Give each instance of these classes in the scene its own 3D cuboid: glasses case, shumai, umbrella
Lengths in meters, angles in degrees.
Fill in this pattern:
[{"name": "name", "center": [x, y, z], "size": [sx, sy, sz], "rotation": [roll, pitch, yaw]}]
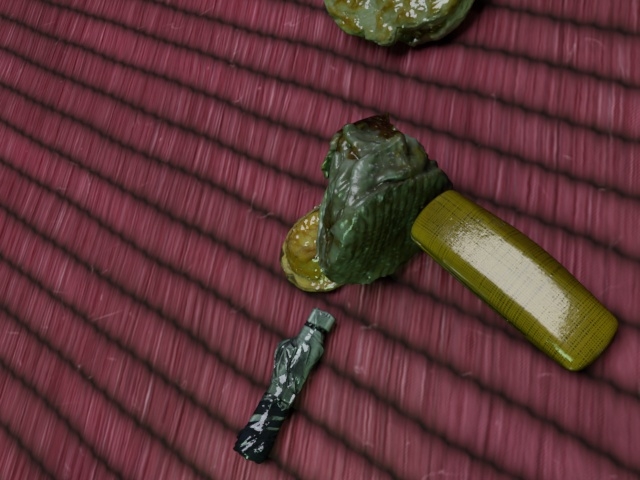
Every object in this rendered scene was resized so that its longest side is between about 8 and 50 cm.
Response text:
[{"name": "glasses case", "center": [0.193, 0.035, 0.842], "size": [0.079, 0.064, 0.234], "rotation": [-44, 63, -7]}, {"name": "shumai", "center": [0.040, -0.051, 0.922], "size": [0.184, 0.184, 0.142], "rotation": [-46, 56, 2]}, {"name": "umbrella", "center": [-0.043, 0.161, 0.942], "size": [0.050, 0.046, 0.188], "rotation": [30, 79, -5]}]

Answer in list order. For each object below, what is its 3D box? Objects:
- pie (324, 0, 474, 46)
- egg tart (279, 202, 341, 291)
[{"name": "pie", "center": [0.107, -0.350, 1.109], "size": [0.201, 0.090, 0.248], "rotation": [-54, 50, 8]}, {"name": "egg tart", "center": [0.000, 0.000, 1.006], "size": [0.129, 0.049, 0.129], "rotation": [-15, 56, 24]}]
